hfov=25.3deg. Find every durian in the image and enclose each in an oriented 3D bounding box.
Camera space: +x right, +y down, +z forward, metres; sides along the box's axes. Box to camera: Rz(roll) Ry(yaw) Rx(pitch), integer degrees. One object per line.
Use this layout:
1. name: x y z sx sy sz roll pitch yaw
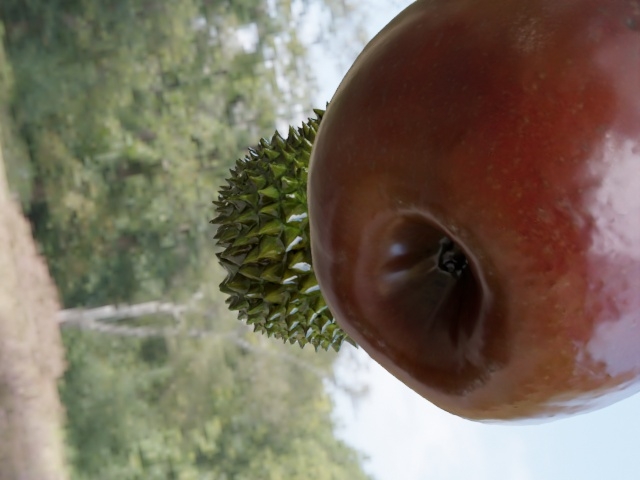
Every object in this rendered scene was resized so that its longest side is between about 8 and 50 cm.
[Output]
1. durian: 0.000 -0.002 1.276 0.200 0.177 0.237 49 -35 26

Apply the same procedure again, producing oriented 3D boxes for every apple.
1. apple: 0.105 -0.024 0.697 0.218 0.201 0.218 27 -46 32
